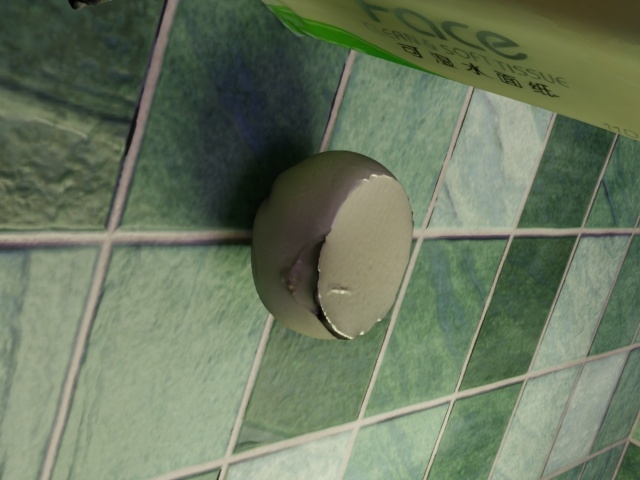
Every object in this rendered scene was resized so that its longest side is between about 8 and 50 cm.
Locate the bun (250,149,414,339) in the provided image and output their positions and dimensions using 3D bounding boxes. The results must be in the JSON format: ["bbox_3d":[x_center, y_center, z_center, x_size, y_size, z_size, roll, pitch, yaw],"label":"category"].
[{"bbox_3d":[0.000,0.000,0.971,0.173,0.120,0.172,-27,124,-48],"label":"bun"}]

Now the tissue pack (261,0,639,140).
[{"bbox_3d":[0.162,-0.274,0.749,0.205,0.405,0.331,34,83,-55],"label":"tissue pack"}]

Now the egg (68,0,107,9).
[{"bbox_3d":[-0.048,-0.334,0.490,0.354,0.355,0.339,-41,116,-33],"label":"egg"}]
